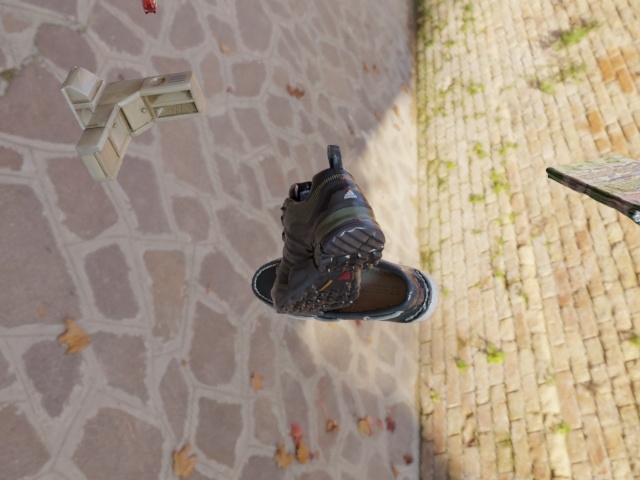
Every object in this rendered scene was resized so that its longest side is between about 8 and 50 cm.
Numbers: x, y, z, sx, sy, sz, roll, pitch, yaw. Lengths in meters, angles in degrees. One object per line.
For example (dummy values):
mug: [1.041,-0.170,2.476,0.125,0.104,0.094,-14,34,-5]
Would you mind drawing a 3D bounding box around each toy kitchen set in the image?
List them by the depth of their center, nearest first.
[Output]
toy kitchen set: [-0.137,-0.099,0.491,0.068,0.075,0.083,74,16,-45]

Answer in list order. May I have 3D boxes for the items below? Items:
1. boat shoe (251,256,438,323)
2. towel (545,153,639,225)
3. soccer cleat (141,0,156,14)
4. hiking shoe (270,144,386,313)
boat shoe: [0.014,0.062,0.961,0.091,0.302,0.114,19,71,-58]
towel: [0.334,-0.058,0.719,0.152,0.113,0.023,-130,-146,-61]
soccer cleat: [-0.266,-0.386,1.025,0.083,0.029,0.035,112,-32,-67]
hiking shoe: [0.000,0.000,0.676,0.086,0.227,0.114,-1,65,-21]
